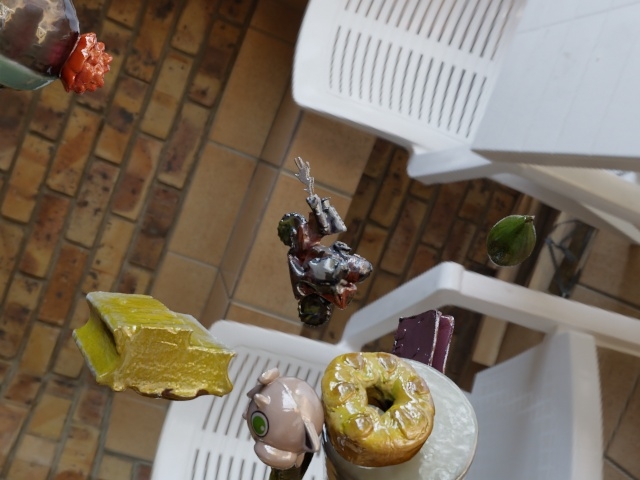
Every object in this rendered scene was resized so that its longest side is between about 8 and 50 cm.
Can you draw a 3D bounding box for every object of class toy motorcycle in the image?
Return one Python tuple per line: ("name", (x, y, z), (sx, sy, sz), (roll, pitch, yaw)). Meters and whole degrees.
("toy motorcycle", (0.000, 0.000, 1.612), (0.134, 0.207, 0.401), (-15, -90, -72))

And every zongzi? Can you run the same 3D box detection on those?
("zongzi", (-0.039, 0.399, 1.410), (0.184, 0.084, 0.187), (-50, -25, -55))

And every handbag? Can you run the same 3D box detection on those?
("handbag", (0.275, 0.305, 1.878), (0.216, 0.074, 0.203), (-31, 38, 56))

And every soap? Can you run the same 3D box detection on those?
("soap", (-0.324, 0.202, 1.308), (0.281, 0.259, 0.143), (16, 90, 58))

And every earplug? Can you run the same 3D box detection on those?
("earplug", (0.149, 0.489, 1.462), (0.394, 0.312, 0.313), (93, -179, -46))

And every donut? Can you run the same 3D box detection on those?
("donut", (0.103, 0.308, 1.240), (0.227, 0.226, 0.114), (-91, 12, -53))

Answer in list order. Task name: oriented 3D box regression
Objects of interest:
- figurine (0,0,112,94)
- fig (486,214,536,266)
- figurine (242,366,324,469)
("figurine", (-0.300, -0.201, 0.586), (0.245, 0.138, 0.110), (28, 108, 33))
("fig", (0.454, -0.017, 1.571), (0.177, 0.117, 0.117), (94, -177, -53))
("figurine", (-0.054, 0.260, 0.981), (0.138, 0.125, 0.125), (60, 144, 16))
